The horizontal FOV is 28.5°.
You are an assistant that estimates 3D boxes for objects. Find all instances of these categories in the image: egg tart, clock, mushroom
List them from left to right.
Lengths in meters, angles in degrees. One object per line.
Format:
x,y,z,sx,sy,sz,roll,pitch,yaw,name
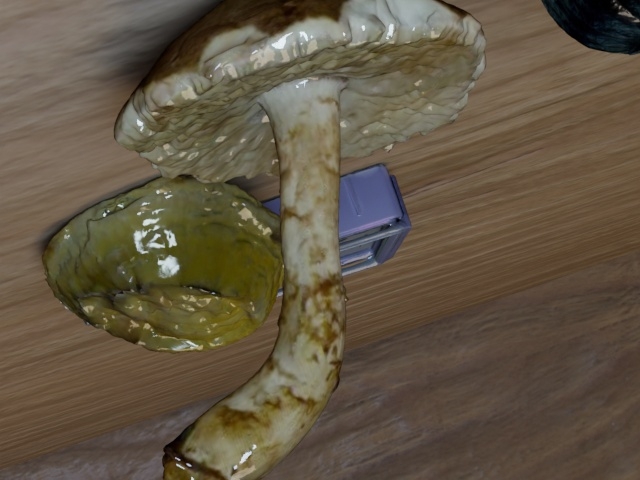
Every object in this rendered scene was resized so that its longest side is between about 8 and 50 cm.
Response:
-0.127,0.040,1.126,0.232,0.098,0.252,-11,147,-4,egg tart
-0.009,-0.016,0.792,0.233,0.302,0.208,-3,-163,-16,mushroom
-0.013,-0.001,1.301,0.193,0.073,0.144,-18,168,-10,clock

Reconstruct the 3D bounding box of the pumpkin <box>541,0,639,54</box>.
0.224,-0.181,0.758,0.194,0.150,0.194,-40,179,-1,pumpkin
